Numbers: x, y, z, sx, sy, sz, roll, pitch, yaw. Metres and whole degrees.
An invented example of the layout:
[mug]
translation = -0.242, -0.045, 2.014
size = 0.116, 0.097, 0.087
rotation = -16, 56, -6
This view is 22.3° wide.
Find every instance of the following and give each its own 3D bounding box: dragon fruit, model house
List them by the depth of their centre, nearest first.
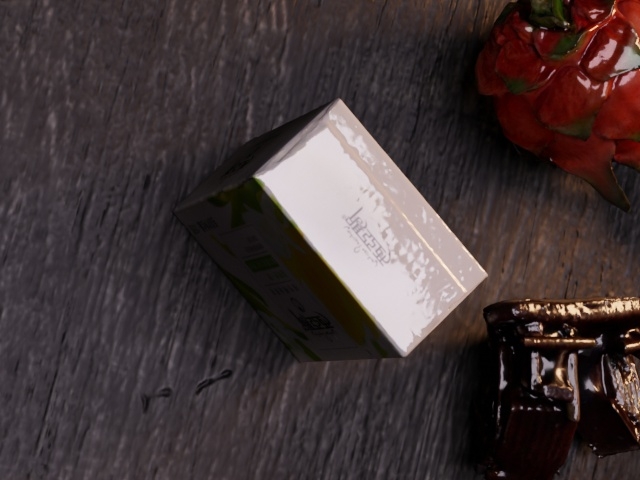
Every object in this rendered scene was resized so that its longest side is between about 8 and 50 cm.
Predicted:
[model house]
translation = 0.236, 0.143, 1.533
size = 0.203, 0.141, 0.164
rotation = -2, 74, -23
[dragon fruit]
translation = 0.263, -0.150, 1.552
size = 0.274, 0.193, 0.192
rotation = 45, 73, -36

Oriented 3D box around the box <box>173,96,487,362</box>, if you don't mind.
[box]
translation = 0.000, 0.000, 1.395
size = 0.111, 0.260, 0.194
rotation = -44, 99, -20
